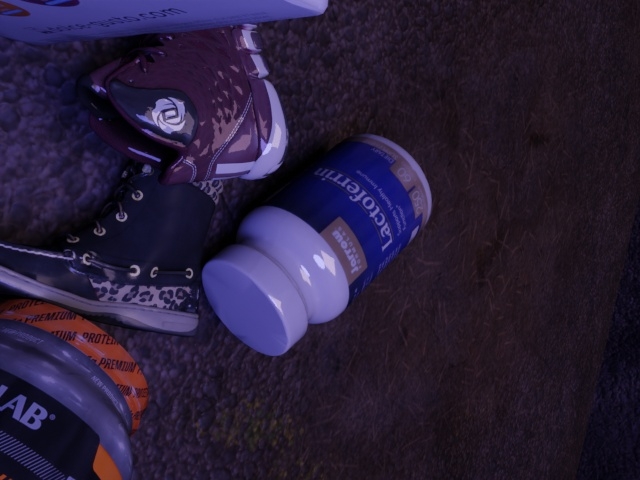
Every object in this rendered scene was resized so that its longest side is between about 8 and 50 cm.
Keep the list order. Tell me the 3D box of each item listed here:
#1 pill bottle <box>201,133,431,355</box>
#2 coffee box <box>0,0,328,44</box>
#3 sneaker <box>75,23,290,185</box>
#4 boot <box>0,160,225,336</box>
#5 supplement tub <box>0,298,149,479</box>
[{"bbox_3d":[0.000,0.000,0.713,0.265,0.153,0.153,-43,127,-34],"label":"pill bottle"},{"bbox_3d":[-0.207,-0.303,0.280,0.334,0.338,0.337,2,97,-48],"label":"coffee box"},{"bbox_3d":[-0.138,-0.177,0.528,0.163,0.106,0.281,-19,88,-36],"label":"sneaker"},{"bbox_3d":[-0.193,-0.019,0.556,0.236,0.085,0.178,25,72,-43],"label":"boot"},{"bbox_3d":[-0.252,0.197,0.394,0.316,0.194,0.193,-67,143,-49],"label":"supplement tub"}]
